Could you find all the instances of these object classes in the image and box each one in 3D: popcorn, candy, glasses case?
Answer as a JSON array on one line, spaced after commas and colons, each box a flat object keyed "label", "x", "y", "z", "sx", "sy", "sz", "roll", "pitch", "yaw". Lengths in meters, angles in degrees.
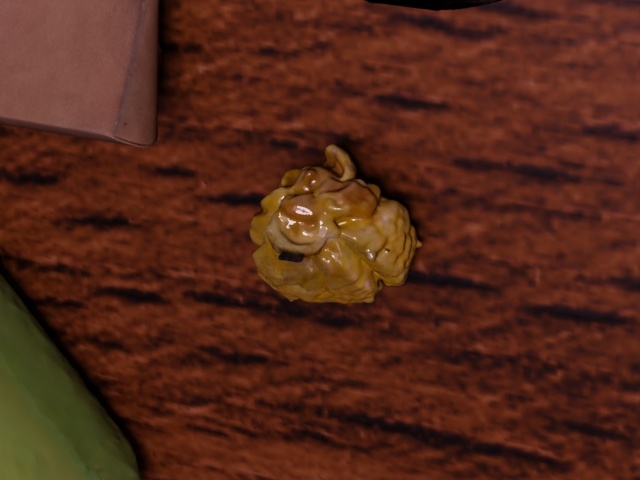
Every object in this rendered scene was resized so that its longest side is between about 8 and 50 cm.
[{"label": "popcorn", "x": 0.000, "y": 0.000, "z": 0.873, "sx": 0.084, "sy": 0.084, "sz": 0.084, "roll": 10, "pitch": 115, "yaw": 24}, {"label": "candy", "x": -0.247, "y": 0.056, "z": 0.994, "sx": 0.343, "sy": 0.132, "sz": 0.142, "roll": 50, "pitch": 134, "yaw": 1}, {"label": "glasses case", "x": -0.156, "y": -0.108, "z": 0.927, "sx": 0.193, "sy": 0.070, "sz": 0.102, "roll": 10, "pitch": 87, "yaw": 26}]

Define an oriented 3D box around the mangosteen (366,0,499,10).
[{"label": "mangosteen", "x": 0.034, "y": -0.215, "z": 0.698, "sx": 0.250, "sy": 0.211, "sz": 0.211, "roll": 50, "pitch": 124, "yaw": 15}]
